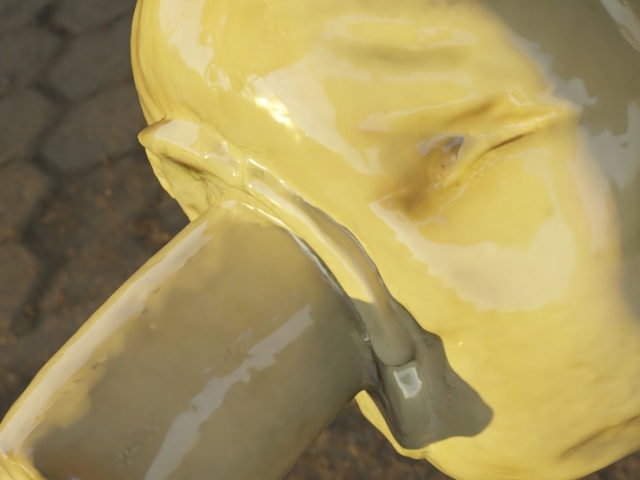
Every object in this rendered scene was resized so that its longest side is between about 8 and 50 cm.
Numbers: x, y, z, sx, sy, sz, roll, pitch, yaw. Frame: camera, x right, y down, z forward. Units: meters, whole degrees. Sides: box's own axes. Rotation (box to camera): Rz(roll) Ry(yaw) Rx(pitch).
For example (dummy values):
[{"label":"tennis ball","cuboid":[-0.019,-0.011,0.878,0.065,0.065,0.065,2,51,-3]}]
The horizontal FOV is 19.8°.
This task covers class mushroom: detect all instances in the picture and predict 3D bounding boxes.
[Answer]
[{"label":"mushroom","cuboid":[0.000,0.000,0.771,0.336,0.314,0.314,-42,37,-19]}]
